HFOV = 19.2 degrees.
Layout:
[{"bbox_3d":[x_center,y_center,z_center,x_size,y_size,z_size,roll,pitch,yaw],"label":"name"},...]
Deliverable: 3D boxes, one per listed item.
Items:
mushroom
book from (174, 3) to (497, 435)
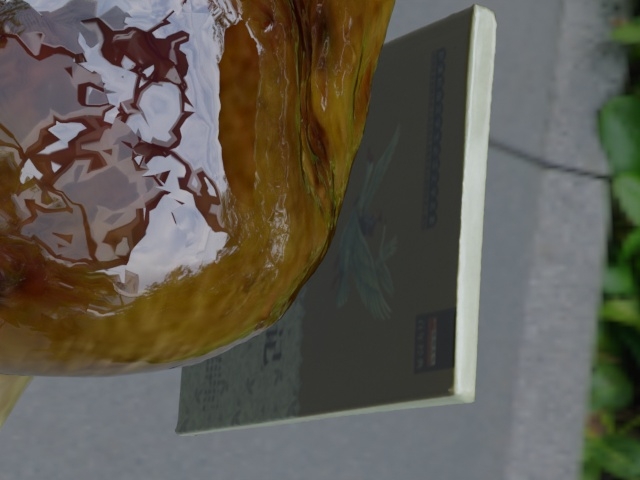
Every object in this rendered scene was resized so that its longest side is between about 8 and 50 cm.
[{"bbox_3d":[-0.132,-0.077,0.630,0.345,0.345,0.260,-16,141,-44],"label":"mushroom"},{"bbox_3d":[0.000,0.000,1.123,0.021,0.310,0.217,12,75,-30],"label":"book"}]
